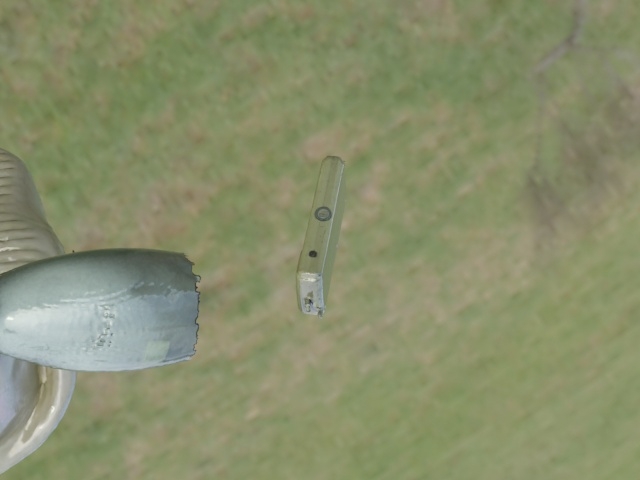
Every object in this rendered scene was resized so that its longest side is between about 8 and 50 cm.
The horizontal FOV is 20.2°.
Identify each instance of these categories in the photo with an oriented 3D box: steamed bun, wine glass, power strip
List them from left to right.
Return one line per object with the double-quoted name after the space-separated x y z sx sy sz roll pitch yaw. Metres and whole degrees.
-0.394 0.103 1.757 0.342 0.367 0.255 -18 123 -12 "steamed bun"
-0.227 0.124 1.261 0.309 0.264 0.096 0 147 -22 "wine glass"
0.000 0.000 1.784 0.028 0.169 0.076 7 145 7 "power strip"
